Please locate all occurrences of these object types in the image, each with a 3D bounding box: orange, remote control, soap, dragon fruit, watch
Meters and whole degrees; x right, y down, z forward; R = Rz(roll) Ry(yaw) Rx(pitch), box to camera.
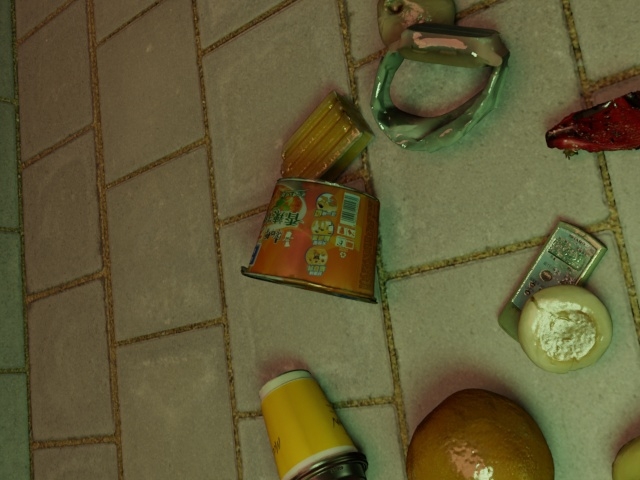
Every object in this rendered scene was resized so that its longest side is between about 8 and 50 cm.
[{"bbox_3d":[0.275,0.395,1.190,0.264,0.264,0.265,-5,82,39],"label":"orange"},{"bbox_3d":[0.412,0.083,1.243,0.098,0.038,0.234,39,109,35],"label":"remote control"},{"bbox_3d":[0.002,-0.212,1.589,0.232,0.073,0.140,-45,58,27],"label":"soap"},{"bbox_3d":[0.477,-0.186,1.172,0.192,0.122,0.093,-14,92,35],"label":"dragon fruit"},{"bbox_3d":[0.223,-0.290,1.349,0.253,0.161,0.241,14,116,22],"label":"watch"}]

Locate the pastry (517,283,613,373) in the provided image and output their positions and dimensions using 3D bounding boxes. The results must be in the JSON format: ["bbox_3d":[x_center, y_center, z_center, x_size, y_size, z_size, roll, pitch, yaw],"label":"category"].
[{"bbox_3d":[0.412,0.147,1.173,0.156,0.092,0.157,1,101,6],"label":"pastry"}]

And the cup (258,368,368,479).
[{"bbox_3d":[-0.027,0.427,1.480,0.196,0.196,0.280,-47,52,26],"label":"cup"}]

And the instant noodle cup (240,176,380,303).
[{"bbox_3d":[0.000,0.000,1.450,0.296,0.296,0.214,7,81,40],"label":"instant noodle cup"}]

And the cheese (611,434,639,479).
[{"bbox_3d":[0.559,0.373,0.990,0.315,0.128,0.260,-16,86,62],"label":"cheese"}]

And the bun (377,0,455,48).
[{"bbox_3d":[0.187,-0.471,1.438,0.173,0.113,0.167,37,108,33],"label":"bun"}]
